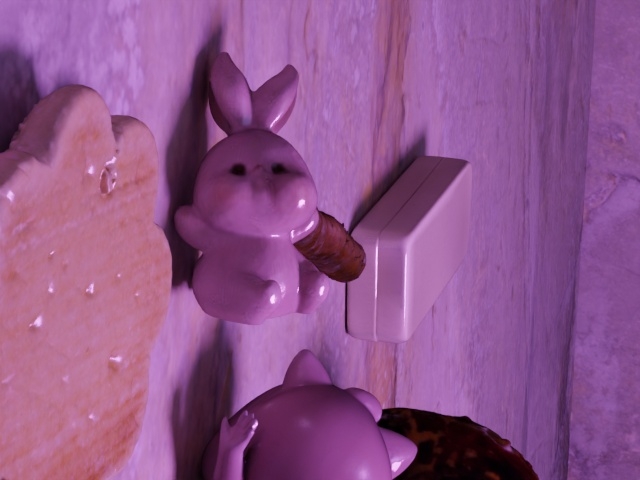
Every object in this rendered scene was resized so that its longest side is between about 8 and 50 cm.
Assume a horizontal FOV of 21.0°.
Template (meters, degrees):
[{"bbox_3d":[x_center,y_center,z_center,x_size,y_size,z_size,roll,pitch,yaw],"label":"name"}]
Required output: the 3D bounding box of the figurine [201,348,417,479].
[{"bbox_3d":[-0.056,0.237,1.465,0.287,0.176,0.186,-60,-162,-20],"label":"figurine"}]

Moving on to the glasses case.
[{"bbox_3d":[0.107,0.004,1.998,0.313,0.070,0.131,-47,141,-63],"label":"glasses case"}]

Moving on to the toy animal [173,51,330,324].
[{"bbox_3d":[-0.055,-0.044,1.365,0.124,0.124,0.212,-17,107,-72],"label":"toy animal"}]

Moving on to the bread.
[{"bbox_3d":[-0.172,0.054,1.105,0.316,0.054,0.316,7,90,-73],"label":"bread"}]

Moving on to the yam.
[{"bbox_3d":[0.000,0.000,1.665,0.241,0.057,0.056,40,58,-71],"label":"yam"}]

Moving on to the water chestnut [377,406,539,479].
[{"bbox_3d":[0.097,0.313,1.708,0.300,0.300,0.300,7,90,-74],"label":"water chestnut"}]
